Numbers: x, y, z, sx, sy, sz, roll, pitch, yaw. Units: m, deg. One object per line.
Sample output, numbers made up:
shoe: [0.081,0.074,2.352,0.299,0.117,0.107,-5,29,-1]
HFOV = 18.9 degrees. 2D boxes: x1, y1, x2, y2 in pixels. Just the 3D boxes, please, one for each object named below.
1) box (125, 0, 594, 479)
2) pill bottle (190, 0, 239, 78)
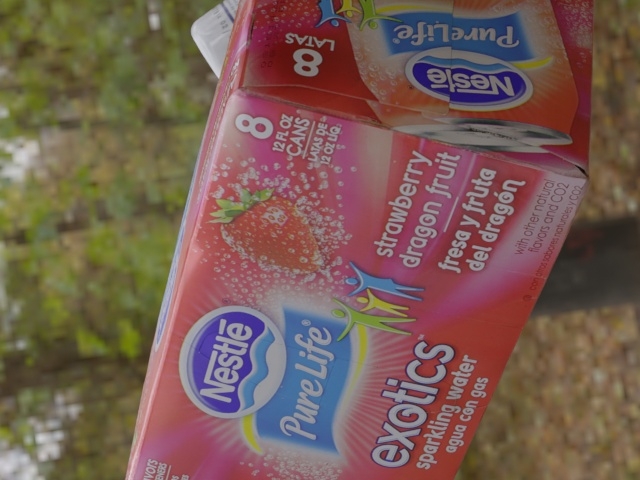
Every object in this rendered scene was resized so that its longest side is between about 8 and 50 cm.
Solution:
box: [0.008,0.007,0.722,0.257,0.123,0.128,108,172,-46]
pill bottle: [0.030,-0.131,1.118,0.112,0.187,0.112,55,-178,-3]
